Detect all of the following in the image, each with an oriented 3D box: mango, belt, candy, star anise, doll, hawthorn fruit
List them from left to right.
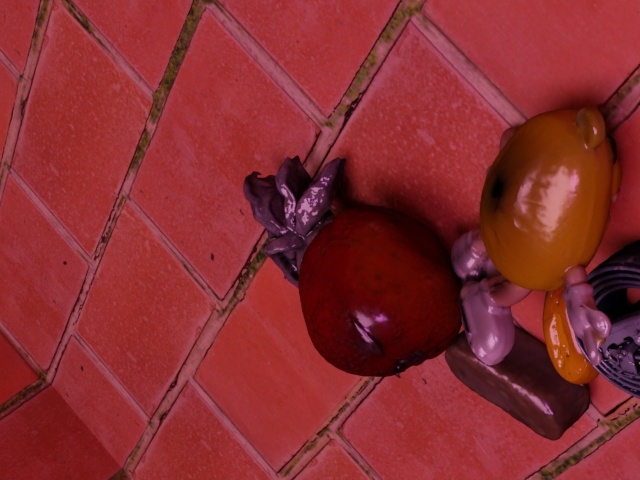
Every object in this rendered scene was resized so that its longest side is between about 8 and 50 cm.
[{"bbox_3d":[0.000,0.000,2.236,0.359,0.139,0.316,33,140,14],"label":"star anise"},{"bbox_3d":[0.083,0.068,2.063,0.307,0.265,0.265,60,149,21],"label":"hawthorn fruit"},{"bbox_3d":[0.318,0.218,2.073,0.234,0.104,0.102,31,144,31],"label":"candy"},{"bbox_3d":[0.298,0.003,1.830,0.423,0.161,0.348,169,94,-68],"label":"doll"},{"bbox_3d":[0.383,0.140,1.964,0.101,0.066,0.187,7,119,57],"label":"mango"},{"bbox_3d":[0.461,0.106,1.794,0.206,0.116,0.267,51,148,14],"label":"belt"}]
